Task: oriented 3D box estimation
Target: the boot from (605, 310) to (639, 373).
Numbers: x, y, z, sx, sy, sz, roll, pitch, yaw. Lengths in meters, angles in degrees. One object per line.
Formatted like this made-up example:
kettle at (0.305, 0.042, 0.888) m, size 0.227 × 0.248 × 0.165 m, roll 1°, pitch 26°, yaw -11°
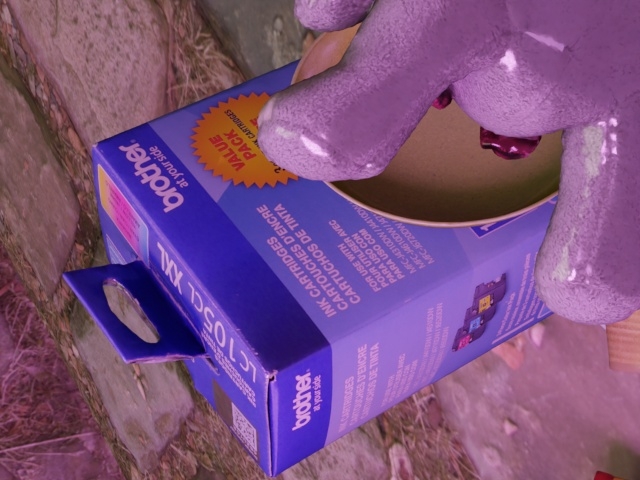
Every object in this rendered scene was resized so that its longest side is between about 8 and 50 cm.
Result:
boot at (0.305, -0.015, 0.786) m, size 0.295 × 0.104 × 0.211 m, roll 0°, pitch 90°, yaw 40°

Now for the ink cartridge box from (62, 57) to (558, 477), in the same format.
ink cartridge box at (0.000, 0.000, 0.996) m, size 0.270 × 0.395 × 0.151 m, roll 48°, pitch 154°, yaw 32°

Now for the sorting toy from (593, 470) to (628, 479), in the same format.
sorting toy at (0.223, 0.341, 1.003) m, size 0.089 × 0.255 × 0.257 m, roll 14°, pitch 128°, yaw 19°

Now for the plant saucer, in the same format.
plant saucer at (0.097, -0.098, 0.945) m, size 0.241 × 0.241 × 0.037 m, roll 48°, pitch 161°, yaw 32°

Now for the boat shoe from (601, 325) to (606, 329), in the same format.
boat shoe at (0.298, 0.071, 0.896) m, size 0.226 × 0.083 × 0.075 m, roll 34°, pitch 109°, yaw 35°

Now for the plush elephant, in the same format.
plush elephant at (0.100, -0.155, 0.806) m, size 0.330 × 0.272 × 0.255 m, roll -68°, pitch 21°, yaw 7°
